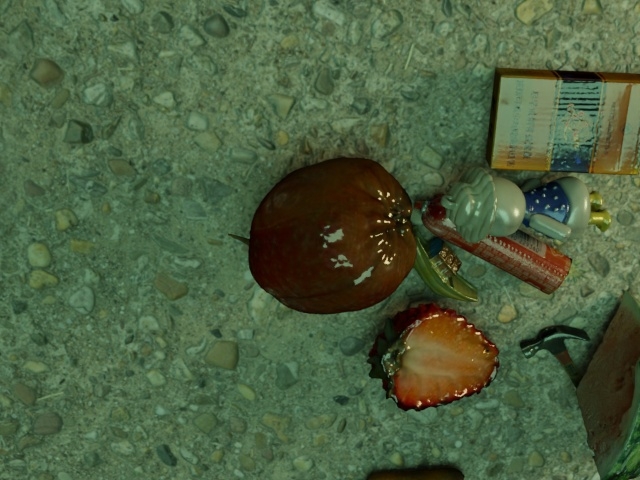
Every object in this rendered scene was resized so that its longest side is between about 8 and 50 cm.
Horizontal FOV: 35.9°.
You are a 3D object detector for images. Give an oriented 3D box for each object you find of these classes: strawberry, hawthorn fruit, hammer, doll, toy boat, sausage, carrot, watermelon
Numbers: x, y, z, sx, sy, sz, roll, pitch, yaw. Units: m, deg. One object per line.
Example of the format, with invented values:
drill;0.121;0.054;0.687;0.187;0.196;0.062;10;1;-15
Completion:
strawberry;0.186;0.191;1.682;0.237;0.111;0.190;13;102;-30
hawthorn fruit;0.021;-0.002;1.523;0.258;0.258;0.262;38;119;-14
hammer;0.466;0.268;1.739;0.111;0.033;0.287;-30;109;13
doll;0.318;-0.051;1.542;0.293;0.138;0.119;2;136;-23
toy boat;0.201;0.044;1.632;0.066;0.065;0.172;-32;116;23
sausage;0.275;-0.002;1.609;0.274;0.074;0.074;27;110;-10
carrot;0.172;0.449;1.802;0.186;0.060;0.060;-6;112;5
watermelon;0.526;0.242;1.643;0.176;0.256;0.260;29;108;22

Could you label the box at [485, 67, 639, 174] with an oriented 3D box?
box;0.385;-0.184;1.538;0.237;0.070;0.152;1;112;-1
